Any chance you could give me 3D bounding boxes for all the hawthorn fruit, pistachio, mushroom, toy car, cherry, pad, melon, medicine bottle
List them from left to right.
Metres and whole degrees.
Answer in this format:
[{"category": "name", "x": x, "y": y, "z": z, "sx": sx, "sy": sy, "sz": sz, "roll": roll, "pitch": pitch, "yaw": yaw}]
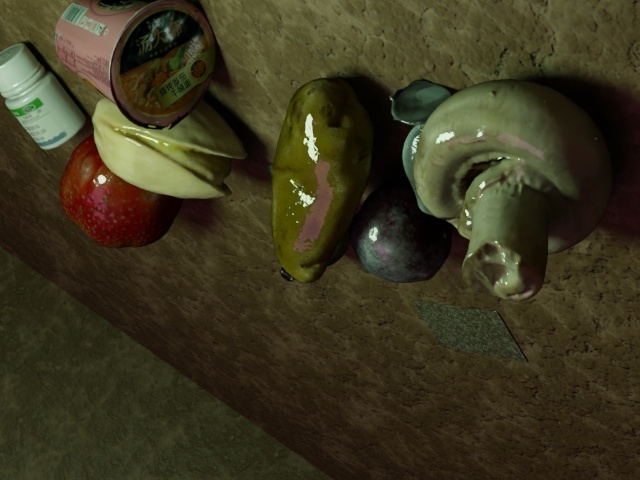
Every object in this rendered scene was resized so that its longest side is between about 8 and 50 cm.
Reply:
[{"category": "medicine bottle", "x": -0.687, "y": -0.346, "z": 2.164, "sx": 0.139, "sy": 0.139, "sz": 0.237, "roll": 9, "pitch": 142, "yaw": 45}, {"category": "hawthorn fruit", "x": -0.447, "y": -0.150, "z": 2.047, "sx": 0.285, "sy": 0.285, "sz": 0.369, "roll": 34, "pitch": 144, "yaw": 9}, {"category": "pistachio", "x": -0.308, "y": -0.202, "z": 1.828, "sx": 0.321, "sy": 0.229, "sz": 0.238, "roll": 25, "pitch": -167, "yaw": -2}, {"category": "toy car", "x": -0.073, "y": 0.068, "z": 2.170, "sx": 0.041, "sy": 0.025, "sz": 0.093, "roll": 36, "pitch": 150, "yaw": 9}, {"category": "melon", "x": 0.000, "y": 0.000, "z": 1.875, "sx": 0.114, "sy": 0.114, "sz": 0.167, "roll": 41, "pitch": 151, "yaw": -5}, {"category": "cherry", "x": 0.143, "y": -0.010, "z": 1.609, "sx": 0.195, "sy": 0.195, "sz": 0.195, "roll": 29, "pitch": 152, "yaw": 18}, {"category": "pad", "x": 0.312, "y": 0.191, "z": 1.906, "sx": 0.235, "sy": 0.003, "sz": 0.158, "roll": 3, "pitch": 137, "yaw": 49}, {"category": "mushroom", "x": 0.253, "y": -0.062, "z": 1.263, "sx": 0.293, "sy": 0.290, "sz": 0.292, "roll": 18, "pitch": 143, "yaw": 14}]

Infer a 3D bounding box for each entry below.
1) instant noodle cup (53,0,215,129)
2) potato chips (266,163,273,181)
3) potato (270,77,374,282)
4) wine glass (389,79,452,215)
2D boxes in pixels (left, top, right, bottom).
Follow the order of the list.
[{"category": "instant noodle cup", "x": -0.359, "y": -0.356, "z": 1.678, "sx": 0.255, "sy": 0.244, "sz": 0.244, "roll": 28, "pitch": 153, "yaw": 39}, {"category": "potato chips", "x": -0.049, "y": -0.083, "z": 1.825, "sx": 0.167, "sy": 0.059, "sz": 0.228, "roll": -58, "pitch": 41, "yaw": 43}, {"category": "potato", "x": -0.003, "y": -0.103, "z": 1.554, "sx": 0.195, "sy": 0.176, "sz": 0.369, "roll": 25, "pitch": 118, "yaw": 23}, {"category": "wine glass", "x": 0.177, "y": -0.142, "z": 1.450, "sx": 0.103, "sy": 0.103, "sz": 0.222, "roll": 20, "pitch": 147, "yaw": 32}]
